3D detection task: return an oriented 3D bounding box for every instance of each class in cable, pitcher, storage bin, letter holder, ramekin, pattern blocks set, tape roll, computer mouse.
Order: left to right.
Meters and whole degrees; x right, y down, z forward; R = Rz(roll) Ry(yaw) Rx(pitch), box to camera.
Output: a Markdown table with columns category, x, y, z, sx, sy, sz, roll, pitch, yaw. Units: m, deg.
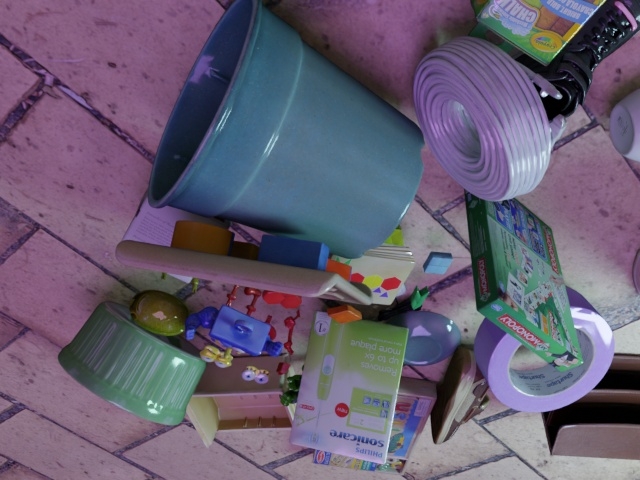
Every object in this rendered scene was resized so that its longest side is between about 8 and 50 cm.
| category | x | y | z | sx | sy | sz | roll | pitch | yaw |
| --- | --- | --- | --- | --- | --- | --- | --- | --- | --- |
| ramekin | -0.398 | 0.260 | 1.387 | 0.303 | 0.303 | 0.148 | 33 | 83 | -22 |
| storage bin | -0.189 | 0.419 | 1.616 | 0.262 | 0.123 | 0.261 | -5 | 130 | 10 |
| pattern blocks set | 0.077 | 0.065 | 1.224 | 0.324 | 0.026 | 0.285 | 14 | 133 | -22 |
| computer mouse | 0.144 | 0.102 | 1.348 | 0.105 | 0.042 | 0.193 | -14 | 129 | 19 |
| cable | 0.237 | -0.176 | 0.950 | 0.089 | 0.257 | 0.257 | -30 | 147 | -11 |
| tape roll | 0.473 | 0.232 | 1.344 | 0.274 | 0.090 | 0.275 | -4 | 119 | -7 |
| letter holder | 0.696 | 0.387 | 1.474 | 0.301 | 0.152 | 0.215 | 2 | 130 | 5 |
| pitcher | 0.576 | -0.177 | 1.011 | 0.207 | 0.126 | 0.178 | -10 | 146 | 0 |

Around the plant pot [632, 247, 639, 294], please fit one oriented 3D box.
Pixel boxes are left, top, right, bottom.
| category | x | y | z | sx | sy | sz | roll | pitch | yaw |
| --- | --- | --- | --- | --- | --- | --- | --- | --- | --- |
| plant pot | 0.782 | 0.136 | 1.133 | 0.333 | 0.306 | 0.334 | 3 | 132 | 3 |

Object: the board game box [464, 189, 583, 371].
| category | x | y | z | sx | sy | sz | roll | pitch | yaw |
| --- | --- | --- | --- | --- | --- | --- | --- | --- | --- |
| board game box | 0.342 | 0.042 | 1.087 | 0.213 | 0.317 | 0.046 | 36 | 128 | -23 |

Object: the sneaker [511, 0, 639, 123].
| category | x | y | z | sx | sy | sz | roll | pitch | yaw |
| --- | --- | --- | --- | --- | --- | --- | --- | --- | --- |
| sneaker | 0.392 | -0.273 | 0.916 | 0.295 | 0.147 | 0.104 | -36 | 118 | 30 |

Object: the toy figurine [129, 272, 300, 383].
| category | x | y | z | sx | sy | sz | roll | pitch | yaw |
| --- | --- | --- | --- | --- | --- | --- | --- | --- | --- |
| toy figurine | -0.187 | 0.148 | 1.270 | 0.362 | 0.191 | 0.217 | 28 | 162 | -11 |

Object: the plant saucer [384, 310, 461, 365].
| category | x | y | z | sx | sy | sz | roll | pitch | yaw |
| --- | --- | --- | --- | --- | --- | --- | --- | --- | --- |
| plant saucer | 0.231 | 0.242 | 1.469 | 0.194 | 0.038 | 0.195 | 3 | 133 | 4 |

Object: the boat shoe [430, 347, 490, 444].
| category | x | y | z | sx | sy | sz | roll | pitch | yaw |
| --- | --- | --- | --- | --- | --- | --- | --- | --- | --- |
| boat shoe | 0.354 | 0.391 | 1.538 | 0.123 | 0.123 | 0.342 | 6 | 130 | -4 |

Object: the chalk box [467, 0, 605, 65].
| category | x | y | z | sx | sy | sz | roll | pitch | yaw |
| --- | --- | --- | --- | --- | --- | --- | --- | --- | --- |
| chalk box | 0.294 | -0.345 | 0.871 | 0.132 | 0.132 | 0.213 | 25 | 130 | -15 |

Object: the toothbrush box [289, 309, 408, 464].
| category | x | y | z | sx | sy | sz | roll | pitch | yaw |
| --- | --- | --- | --- | --- | --- | --- | --- | --- | --- |
| toothbrush box | 0.065 | 0.309 | 1.363 | 0.206 | 0.284 | 0.122 | 11 | 174 | 8 |

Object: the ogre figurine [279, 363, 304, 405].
| category | x | y | z | sx | sy | sz | roll | pitch | yaw |
| --- | --- | --- | --- | --- | --- | --- | --- | --- | --- |
| ogre figurine | -0.011 | 0.322 | 1.497 | 0.096 | 0.197 | 0.118 | 15 | 154 | 22 |

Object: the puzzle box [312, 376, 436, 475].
| category | x | y | z | sx | sy | sz | roll | pitch | yaw |
| --- | --- | --- | --- | --- | --- | --- | --- | --- | --- |
| puzzle box | 0.133 | 0.497 | 1.699 | 0.271 | 0.052 | 0.409 | 8 | 132 | 0 |

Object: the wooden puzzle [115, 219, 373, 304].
| category | x | y | z | sx | sy | sz | roll | pitch | yaw |
| --- | --- | --- | --- | --- | --- | --- | --- | --- | --- |
| wooden puzzle | -0.094 | 0.035 | 0.997 | 0.321 | 0.081 | 0.348 | 9 | 175 | 15 |

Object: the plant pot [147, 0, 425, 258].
| category | x | y | z | sx | sy | sz | roll | pitch | yaw |
| --- | --- | --- | --- | --- | --- | --- | --- | --- | --- |
| plant pot | -0.043 | -0.144 | 0.980 | 0.334 | 0.341 | 0.341 | 24 | 130 | -26 |

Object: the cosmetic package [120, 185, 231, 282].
| category | x | y | z | sx | sy | sz | roll | pitch | yaw |
| --- | --- | --- | --- | --- | --- | --- | --- | --- | --- |
| cosmetic package | -0.259 | -0.051 | 1.182 | 0.151 | 0.151 | 0.184 | 28 | 128 | -17 |
